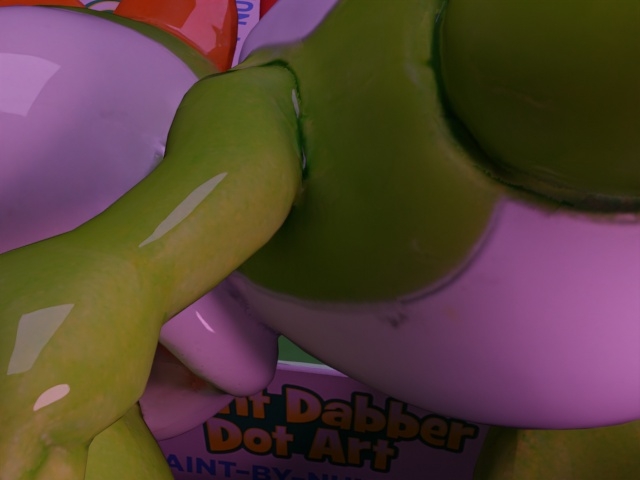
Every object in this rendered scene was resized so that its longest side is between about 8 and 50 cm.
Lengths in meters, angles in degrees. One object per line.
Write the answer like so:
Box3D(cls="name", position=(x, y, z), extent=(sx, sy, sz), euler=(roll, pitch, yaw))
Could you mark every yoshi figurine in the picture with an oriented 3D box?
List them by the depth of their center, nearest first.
Box3D(cls="yoshi figurine", position=(0.005, 0.028, 0.405), extent=(0.362, 0.203, 0.203), euler=(-13, 22, 25))

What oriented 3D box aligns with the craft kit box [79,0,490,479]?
Box3D(cls="craft kit box", position=(0.023, -0.020, 0.616), extent=(0.246, 0.061, 0.250), euler=(4, 37, 9))
